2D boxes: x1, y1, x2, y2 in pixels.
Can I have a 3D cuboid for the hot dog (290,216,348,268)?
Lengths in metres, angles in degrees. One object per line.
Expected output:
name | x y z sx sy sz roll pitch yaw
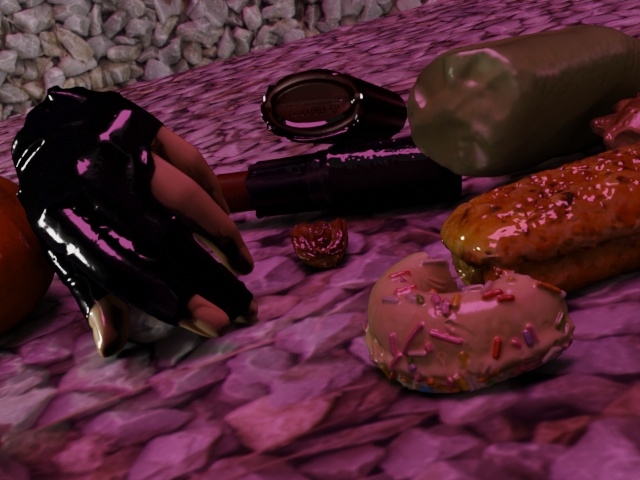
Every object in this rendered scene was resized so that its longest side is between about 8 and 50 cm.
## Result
hot dog | 0.000 0.000 0.958 0.058 0.035 0.083 -11 18 0

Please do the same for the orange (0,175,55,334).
orange | -0.391 0.019 0.994 0.240 0.171 0.240 -12 19 5

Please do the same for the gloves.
gloves | -0.178 -0.013 0.873 0.301 0.197 0.152 38 9 19

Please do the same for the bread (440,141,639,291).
bread | 0.207 -0.014 0.768 0.211 0.083 0.114 -20 23 -9

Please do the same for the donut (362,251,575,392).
donut | 0.086 0.055 0.680 0.108 0.065 0.166 -24 20 -24

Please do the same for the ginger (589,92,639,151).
ginger | 0.345 -0.120 0.974 0.115 0.081 0.205 -24 18 30

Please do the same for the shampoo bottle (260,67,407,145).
shampoo bottle | 0.035 -0.160 1.194 0.129 0.084 0.323 -6 3 17

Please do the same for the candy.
candy | 0.234 -0.160 1.014 0.132 0.142 0.343 27 29 34

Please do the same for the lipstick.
lipstick | 0.012 -0.068 1.074 0.300 0.081 0.081 -4 21 24
